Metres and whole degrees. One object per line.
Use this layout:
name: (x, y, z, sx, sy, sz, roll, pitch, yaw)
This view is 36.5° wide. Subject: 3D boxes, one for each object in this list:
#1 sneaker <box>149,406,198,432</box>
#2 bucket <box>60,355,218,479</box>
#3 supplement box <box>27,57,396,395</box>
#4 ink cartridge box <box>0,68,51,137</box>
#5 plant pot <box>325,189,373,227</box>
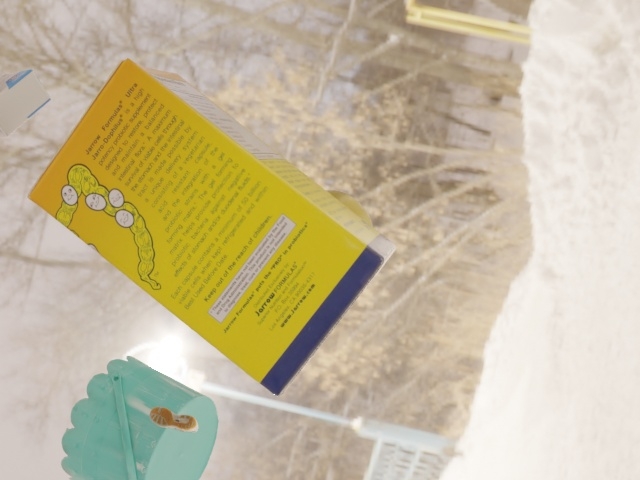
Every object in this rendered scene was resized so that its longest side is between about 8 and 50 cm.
sneaker: (-0.234, 0.291, 1.552, 0.037, 0.083, 0.032, 68, -140, -60)
bucket: (-0.335, 0.376, 1.838, 0.281, 0.183, 0.281, -47, -33, -44)
supplement box: (-0.114, -0.020, 1.120, 0.195, 0.356, 0.194, -52, -5, 9)
ink cartridge box: (-0.433, -0.179, 1.291, 0.088, 0.122, 0.052, -52, -52, -35)
plant pot: (0.000, 0.000, 1.427, 0.095, 0.134, 0.134, -29, -47, -63)
